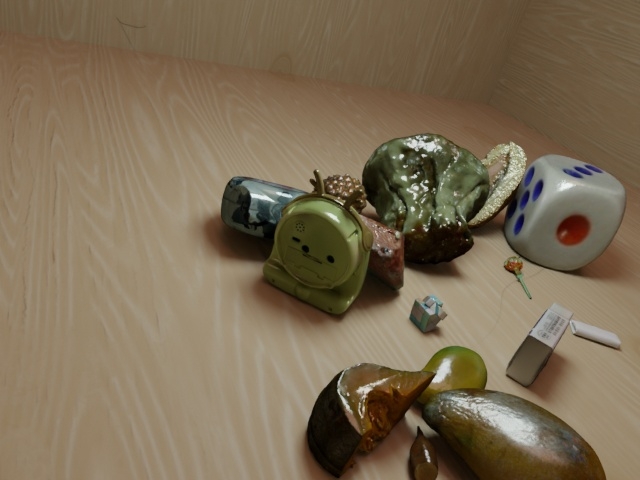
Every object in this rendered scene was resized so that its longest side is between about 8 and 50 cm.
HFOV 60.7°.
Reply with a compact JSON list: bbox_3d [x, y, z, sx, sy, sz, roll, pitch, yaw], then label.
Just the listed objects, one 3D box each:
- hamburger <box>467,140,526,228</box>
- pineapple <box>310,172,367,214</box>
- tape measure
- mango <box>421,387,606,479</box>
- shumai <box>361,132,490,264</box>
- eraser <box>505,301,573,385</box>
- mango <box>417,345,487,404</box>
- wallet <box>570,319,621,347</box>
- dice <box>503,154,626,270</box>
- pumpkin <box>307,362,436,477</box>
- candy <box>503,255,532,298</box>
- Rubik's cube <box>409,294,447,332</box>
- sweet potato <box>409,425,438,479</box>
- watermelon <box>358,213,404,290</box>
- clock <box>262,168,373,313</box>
[{"bbox_3d":[0.590,-0.176,1.908,0.162,0.330,0.209,41,13,20],"label":"hamburger"},{"bbox_3d":[0.040,-0.121,1.645,0.166,0.166,0.193,36,33,32],"label":"pineapple"},{"bbox_3d":[-0.132,-0.076,1.438,0.256,0.147,0.275,13,6,-17],"label":"tape measure"},{"bbox_3d":[0.331,0.359,0.955,0.316,0.146,0.192,22,30,25],"label":"mango"},{"bbox_3d":[0.310,-0.094,1.608,0.397,0.324,0.323,18,46,-9],"label":"shumai"},{"bbox_3d":[0.515,0.238,1.276,0.068,0.125,0.210,32,33,25],"label":"eraser"},{"bbox_3d":[0.268,0.287,1.116,0.122,0.086,0.191,41,46,19],"label":"mango"},{"bbox_3d":[0.741,0.251,1.478,0.122,0.025,0.061,19,22,5],"label":"wallet"},{"bbox_3d":[0.808,-0.099,1.837,0.276,0.304,0.304,15,28,-1],"label":"dice"},{"bbox_3d":[0.079,0.286,0.968,0.126,0.131,0.248,35,32,30],"label":"pumpkin"},{"bbox_3d":[0.602,0.112,1.648,0.055,0.049,0.185,-13,35,7],"label":"candy"},{"bbox_3d":[0.266,0.171,1.318,0.073,0.084,0.075,-9,53,-31],"label":"Rubik's cube"},{"bbox_3d":[0.178,0.368,0.956,0.049,0.049,0.117,14,25,-4],"label":"sweet potato"},{"bbox_3d":[0.138,0.009,1.365,0.193,0.140,0.257,30,-7,22],"label":"watermelon"},{"bbox_3d":[0.000,0.000,1.240,0.235,0.308,0.096,25,33,17],"label":"clock"}]
